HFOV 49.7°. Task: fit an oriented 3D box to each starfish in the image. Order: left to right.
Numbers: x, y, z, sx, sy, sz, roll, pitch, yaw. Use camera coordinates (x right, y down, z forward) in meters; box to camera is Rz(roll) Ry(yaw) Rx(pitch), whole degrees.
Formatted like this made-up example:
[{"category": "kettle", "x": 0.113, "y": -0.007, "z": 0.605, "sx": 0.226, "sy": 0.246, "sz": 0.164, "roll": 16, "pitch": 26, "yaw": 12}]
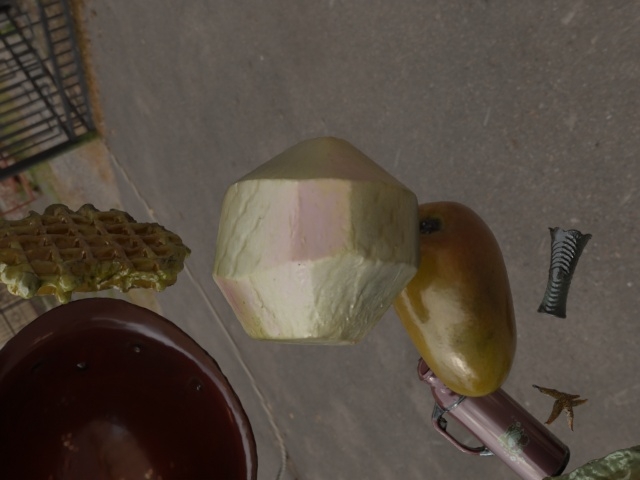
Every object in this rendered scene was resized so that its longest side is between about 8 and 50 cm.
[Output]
[{"category": "starfish", "x": 0.558, "y": 0.377, "z": 1.623, "sx": 0.130, "sy": 0.133, "sz": 0.041, "roll": 38, "pitch": 141, "yaw": 7}]

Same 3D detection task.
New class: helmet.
[{"category": "helmet", "x": -0.281, "y": 0.298, "z": 0.903, "sx": 0.385, "sy": 0.337, "sz": 0.230, "roll": 61, "pitch": 146, "yaw": 25}]

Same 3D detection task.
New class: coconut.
[{"category": "coconut", "x": 0.000, "y": 0.000, "z": 0.817, "sx": 0.259, "sy": 0.259, "sz": 0.259, "roll": 43, "pitch": 151, "yaw": 31}]

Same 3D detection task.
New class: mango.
[{"category": "mango", "x": 0.198, "y": 0.095, "z": 1.019, "sx": 0.211, "sy": 0.172, "sz": 0.317, "roll": -85, "pitch": -25, "yaw": -72}]

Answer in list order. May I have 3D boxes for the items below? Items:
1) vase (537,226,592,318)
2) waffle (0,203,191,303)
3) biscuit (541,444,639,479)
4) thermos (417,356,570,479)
[{"category": "vase", "x": 0.651, "y": 0.089, "z": 1.868, "sx": 0.115, "sy": 0.115, "sz": 0.238, "roll": 10, "pitch": 87, "yaw": 59}, {"category": "waffle", "x": -0.336, "y": 0.017, "z": 0.992, "sx": 0.281, "sy": 0.300, "sz": 0.058, "roll": 21, "pitch": 112, "yaw": 28}, {"category": "biscuit", "x": 0.558, "y": 0.409, "z": 1.150, "sx": 0.078, "sy": 0.329, "sz": 0.335, "roll": -87, "pitch": 13, "yaw": -45}, {"category": "thermos", "x": 0.314, "y": 0.340, "z": 1.350, "sx": 0.330, "sy": 0.109, "sz": 0.136, "roll": 42, "pitch": 125, "yaw": 0}]
